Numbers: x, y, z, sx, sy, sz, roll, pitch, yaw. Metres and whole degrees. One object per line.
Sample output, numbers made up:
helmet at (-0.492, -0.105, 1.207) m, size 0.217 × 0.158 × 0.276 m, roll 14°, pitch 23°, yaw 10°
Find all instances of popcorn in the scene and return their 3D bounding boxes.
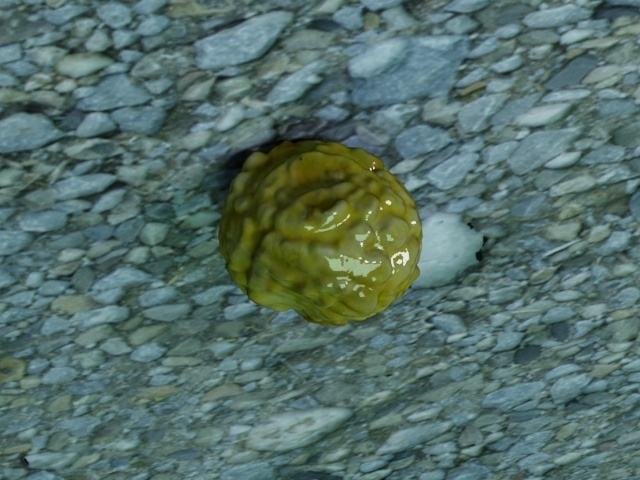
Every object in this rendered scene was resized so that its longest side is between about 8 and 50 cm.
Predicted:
popcorn at (0.000, 0.000, 1.637) m, size 0.180 × 0.170 × 0.180 m, roll 0°, pitch 108°, yaw 1°
